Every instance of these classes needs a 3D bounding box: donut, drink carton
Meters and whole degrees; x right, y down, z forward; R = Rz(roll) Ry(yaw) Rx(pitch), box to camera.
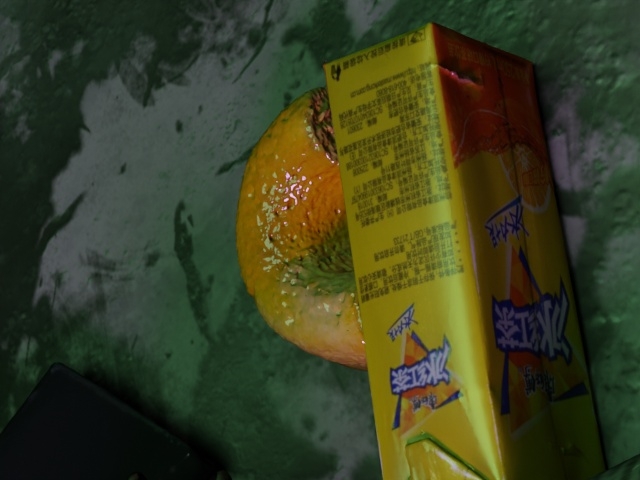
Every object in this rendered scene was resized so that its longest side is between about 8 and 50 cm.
[{"bbox_3d":[-0.002,0.006,1.343,0.152,0.101,0.259,-30,68,38],"label":"donut"},{"bbox_3d":[0.107,0.027,1.203,0.111,0.154,0.351,-19,71,36],"label":"drink carton"}]

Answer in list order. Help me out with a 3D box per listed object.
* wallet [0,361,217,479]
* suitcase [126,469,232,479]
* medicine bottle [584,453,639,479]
[{"bbox_3d":[-0.287,0.315,1.431,0.228,0.062,0.406,24,70,40],"label":"wallet"},{"bbox_3d":[-0.102,0.344,1.209,0.194,0.351,0.339,3,86,-1],"label":"suitcase"},{"bbox_3d":[0.183,0.279,1.060,0.388,0.219,0.219,-35,62,31],"label":"medicine bottle"}]
